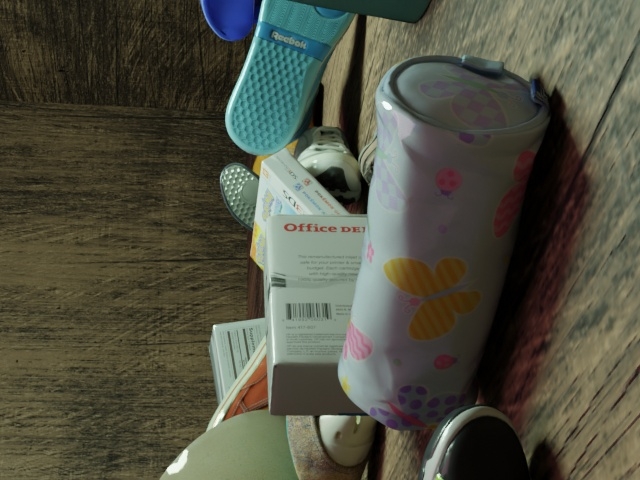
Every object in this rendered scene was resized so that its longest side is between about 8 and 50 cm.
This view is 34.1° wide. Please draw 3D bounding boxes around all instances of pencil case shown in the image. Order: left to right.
[{"bbox_3d":[0.081,0.005,0.747,0.124,0.113,0.273,-81,-2,-58],"label":"pencil case"}]

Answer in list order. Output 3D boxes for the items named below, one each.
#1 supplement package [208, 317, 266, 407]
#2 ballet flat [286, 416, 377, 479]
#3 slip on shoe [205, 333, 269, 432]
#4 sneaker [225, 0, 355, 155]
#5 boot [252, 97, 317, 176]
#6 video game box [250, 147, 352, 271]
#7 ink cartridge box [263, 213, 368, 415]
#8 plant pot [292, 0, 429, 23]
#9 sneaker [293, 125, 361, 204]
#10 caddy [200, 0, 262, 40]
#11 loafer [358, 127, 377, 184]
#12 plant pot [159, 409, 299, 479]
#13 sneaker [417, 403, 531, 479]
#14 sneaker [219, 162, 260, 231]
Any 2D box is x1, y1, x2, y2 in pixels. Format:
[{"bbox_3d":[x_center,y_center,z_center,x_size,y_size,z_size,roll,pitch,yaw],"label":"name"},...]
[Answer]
[{"bbox_3d":[-0.079,0.263,1.606,0.204,0.145,0.261,119,142,-74],"label":"supplement package"},{"bbox_3d":[0.015,0.168,1.222,0.106,0.107,0.316,-14,85,46],"label":"ballet flat"},{"bbox_3d":[-0.070,0.245,1.435,0.331,0.101,0.123,-60,-34,-19],"label":"slip on shoe"},{"bbox_3d":[-0.035,-0.272,1.493,0.319,0.127,0.208,-62,0,4],"label":"sneaker"},{"bbox_3d":[-0.054,-0.207,1.939,0.295,0.104,0.211,-151,68,-76],"label":"boot"},{"bbox_3d":[-0.013,0.013,1.345,0.187,0.048,0.205,48,150,26],"label":"video game box"},{"bbox_3d":[0.019,0.072,1.062,0.203,0.148,0.086,-94,8,-45],"label":"ink cartridge box"},{"bbox_3d":[-0.009,-0.377,1.059,0.293,0.235,0.293,-177,90,-83],"label":"plant pot"},{"bbox_3d":[0.000,-0.108,1.454,0.292,0.110,0.118,176,105,-82],"label":"sneaker"},{"bbox_3d":[-0.094,-0.491,1.725,0.179,0.241,0.341,-103,16,-46],"label":"caddy"},{"bbox_3d":[0.070,-0.088,1.125,0.125,0.045,0.039,111,153,-60],"label":"loafer"},{"bbox_3d":[-0.060,0.383,1.312,0.191,0.284,0.284,30,124,41],"label":"plant pot"},{"bbox_3d":[0.118,0.219,0.641,0.097,0.084,0.234,-12,76,58],"label":"sneaker"},{"bbox_3d":[-0.107,-0.050,1.955,0.226,0.086,0.163,52,-179,-7],"label":"sneaker"}]
